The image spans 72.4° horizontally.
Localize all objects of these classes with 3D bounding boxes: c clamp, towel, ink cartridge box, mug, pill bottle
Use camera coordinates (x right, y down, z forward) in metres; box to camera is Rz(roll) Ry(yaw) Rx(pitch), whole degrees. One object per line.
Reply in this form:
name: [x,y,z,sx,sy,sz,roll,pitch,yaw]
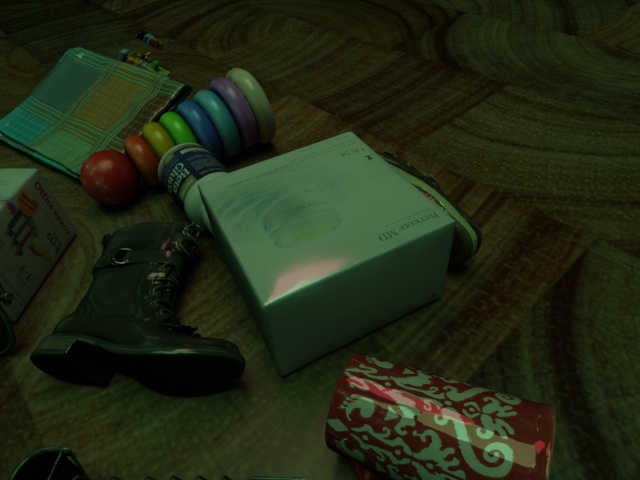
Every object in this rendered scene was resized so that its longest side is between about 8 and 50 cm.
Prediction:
c clamp: [-0.424,0.079,0.512,0.161,0.137,0.022,-4,26,9]
towel: [-0.462,-0.258,0.866,0.370,0.040,0.271,24,71,27]
ink cartridge box: [-0.452,0.002,0.590,0.127,0.128,0.176,0,45,6]
mug: [0.090,0.179,0.369,0.169,0.113,0.150,14,46,24]
pill bottle: [-0.172,-0.073,0.662,0.094,0.094,0.169,-29,49,-22]

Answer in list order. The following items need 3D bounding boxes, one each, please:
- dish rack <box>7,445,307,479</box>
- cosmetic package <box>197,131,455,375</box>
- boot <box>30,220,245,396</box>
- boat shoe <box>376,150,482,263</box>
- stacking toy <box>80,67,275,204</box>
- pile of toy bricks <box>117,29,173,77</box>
dish rack: [-0.130,0.268,0.317,0.272,0.074,0.208,-4,45,8]
cosmetic package: [0.000,0.000,0.541,0.224,0.138,0.224,-23,48,-17]
boot: [-0.194,0.058,0.534,0.263,0.091,0.229,2,45,11]
boat shoe: [0.139,-0.067,0.627,0.095,0.095,0.257,-23,46,-25]
stacking toy: [-0.248,-0.168,0.753,0.330,0.141,0.141,-32,50,-18]
pile of toy bricks: [-0.406,-0.411,1.043,0.105,0.118,0.212,26,29,-19]
